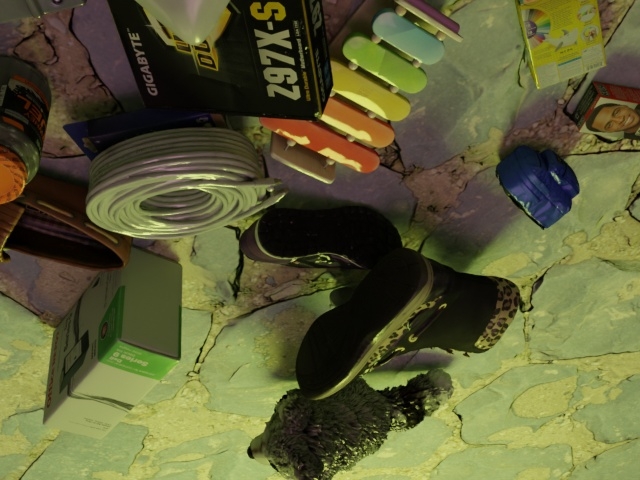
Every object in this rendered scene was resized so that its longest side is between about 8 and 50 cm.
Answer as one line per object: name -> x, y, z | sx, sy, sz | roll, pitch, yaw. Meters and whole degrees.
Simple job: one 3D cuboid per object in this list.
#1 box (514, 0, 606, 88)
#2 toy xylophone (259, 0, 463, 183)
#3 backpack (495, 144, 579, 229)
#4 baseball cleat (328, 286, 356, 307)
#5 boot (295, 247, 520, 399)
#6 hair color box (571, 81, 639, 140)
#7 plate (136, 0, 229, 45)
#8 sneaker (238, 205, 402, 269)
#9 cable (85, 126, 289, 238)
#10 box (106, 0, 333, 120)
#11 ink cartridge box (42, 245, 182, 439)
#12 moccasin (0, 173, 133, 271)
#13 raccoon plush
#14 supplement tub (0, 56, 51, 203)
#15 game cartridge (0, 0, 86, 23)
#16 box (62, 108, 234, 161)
box -> 0.332, -0.303, 1.142 | 0.105, 0.043, 0.179 | -18, 139, 11
toy xylophone -> 0.028, -0.228, 1.145 | 0.236, 0.081, 0.322 | 16, 132, -23
backpack -> 0.348, -0.100, 1.326 | 0.120, 0.098, 0.101 | 35, 114, -22
baseball cleat -> 0.117, 0.103, 1.533 | 0.206, 0.072, 0.109 | 14, 126, -35
boot -> 0.152, 0.166, 1.460 | 0.284, 0.138, 0.377 | 10, 132, -36
hair color box -> 0.473, -0.198, 1.275 | 0.141, 0.043, 0.072 | 6, 136, -14
plate -> -0.168, -0.387, 0.829 | 0.278, 0.045, 0.277 | 38, 112, 3
sneaker -> 0.000, 0.000, 1.396 | 0.283, 0.107, 0.124 | 8, 165, -27
cable -> -0.210, -0.081, 1.198 | 0.257, 0.089, 0.257 | 9, 154, -43
box -> -0.131, -0.296, 0.992 | 0.257, 0.079, 0.322 | 5, 139, 14
ink cartridge box -> -0.362, 0.181, 1.425 | 0.122, 0.211, 0.289 | 23, 128, -30
moccasin -> -0.474, -0.027, 1.232 | 0.380, 0.147, 0.139 | 18, 131, -25
raccoon plush -> 0.068, 0.328, 1.611 | 0.446, 0.216, 0.299 | -32, 170, -11
supplement tub -> -0.424, -0.144, 1.082 | 0.117, 0.190, 0.117 | -5, 138, -4
game cartridge -> -0.485, -0.344, 0.960 | 0.355, 0.068, 0.230 | -12, 141, 3
box -> -0.242, -0.146, 1.193 | 0.225, 0.036, 0.136 | -10, 158, 4
